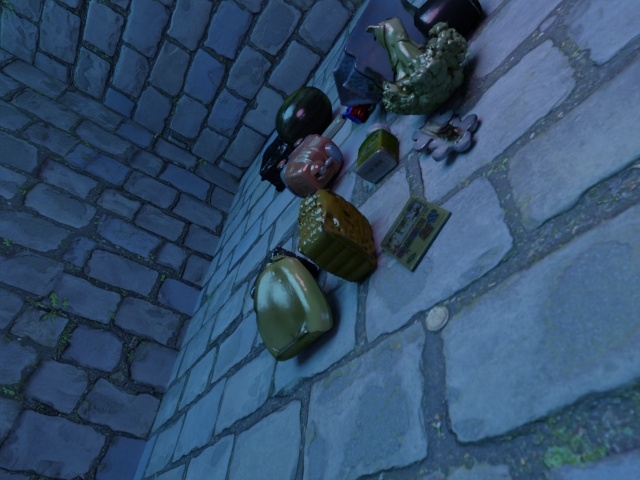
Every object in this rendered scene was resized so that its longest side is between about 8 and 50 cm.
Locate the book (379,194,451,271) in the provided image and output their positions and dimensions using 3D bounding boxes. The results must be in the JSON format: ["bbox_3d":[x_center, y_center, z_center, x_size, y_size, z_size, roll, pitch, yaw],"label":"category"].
[{"bbox_3d":[0.233,-0.025,1.034,0.167,0.013,0.192,-58,22,8],"label":"book"}]

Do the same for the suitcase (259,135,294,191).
[{"bbox_3d":[-0.210,-0.512,2.454,0.339,0.188,0.345,-44,25,27],"label":"suitcase"}]

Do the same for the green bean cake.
[{"bbox_3d":[0.048,-0.019,1.157,0.131,0.230,0.223,-41,31,29],"label":"green bean cake"}]

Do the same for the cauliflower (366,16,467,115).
[{"bbox_3d":[0.288,-0.507,1.161,0.261,0.280,0.327,-13,21,13],"label":"cauliflower"}]

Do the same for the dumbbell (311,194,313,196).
[{"bbox_3d":[-0.021,-0.144,1.674,0.147,0.069,0.069,-58,19,-17],"label":"dumbbell"}]

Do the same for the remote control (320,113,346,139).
[{"bbox_3d":[0.050,-0.553,2.066,0.221,0.042,0.078,-44,26,39],"label":"remote control"}]

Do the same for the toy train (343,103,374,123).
[{"bbox_3d":[0.192,-0.611,1.756,0.203,0.083,0.131,-61,19,2],"label":"toy train"}]

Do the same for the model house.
[{"bbox_3d":[0.206,-0.652,1.534,0.359,0.298,0.339,-66,14,-13],"label":"model house"}]

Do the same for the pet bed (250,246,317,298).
[{"bbox_3d":[-0.129,0.148,1.425,0.210,0.183,0.159,-63,15,-10],"label":"pet bed"}]

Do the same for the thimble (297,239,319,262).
[{"bbox_3d":[0.002,-0.002,1.391,0.151,0.118,0.127,-62,21,-4],"label":"thimble"}]

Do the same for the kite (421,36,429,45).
[{"bbox_3d":[0.368,-0.679,1.405,0.157,0.138,0.011,-26,-4,-17],"label":"kite"}]

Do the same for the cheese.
[{"bbox_3d":[-0.102,0.188,1.245,0.260,0.128,0.315,-41,59,21],"label":"cheese"}]

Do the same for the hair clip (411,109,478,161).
[{"bbox_3d":[0.320,-0.288,1.088,0.146,0.075,0.257,-55,16,12],"label":"hair clip"}]

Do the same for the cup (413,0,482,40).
[{"bbox_3d":[0.409,-0.711,1.303,0.176,0.169,0.223,-46,-5,28],"label":"cup"}]

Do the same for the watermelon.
[{"bbox_3d":[-0.093,-0.641,2.171,0.359,0.279,0.279,-53,20,-6],"label":"watermelon"}]

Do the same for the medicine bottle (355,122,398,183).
[{"bbox_3d":[0.191,-0.302,1.366,0.132,0.088,0.188,-41,30,44],"label":"medicine bottle"}]

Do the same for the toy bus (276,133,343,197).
[{"bbox_3d":[-0.027,-0.319,1.719,0.287,0.194,0.232,-55,26,-20],"label":"toy bus"}]
